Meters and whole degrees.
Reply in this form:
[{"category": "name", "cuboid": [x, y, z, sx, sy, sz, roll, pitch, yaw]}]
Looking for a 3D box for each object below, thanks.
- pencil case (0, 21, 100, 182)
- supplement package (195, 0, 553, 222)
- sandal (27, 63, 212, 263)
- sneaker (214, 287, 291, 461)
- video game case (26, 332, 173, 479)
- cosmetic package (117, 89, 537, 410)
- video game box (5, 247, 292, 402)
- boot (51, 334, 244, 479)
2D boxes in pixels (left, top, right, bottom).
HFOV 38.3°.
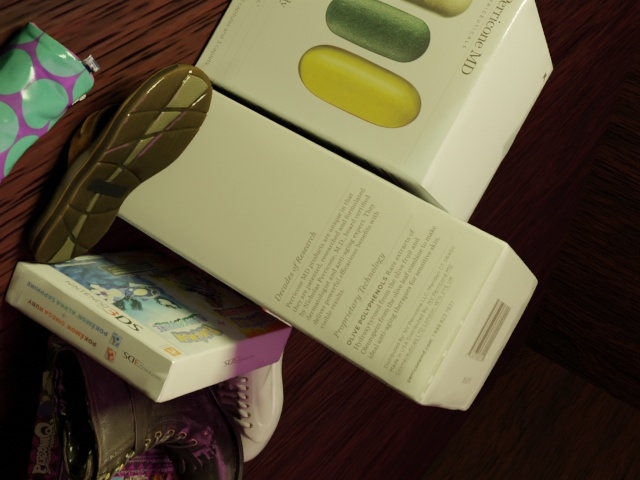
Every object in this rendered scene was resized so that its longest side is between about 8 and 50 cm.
[{"category": "pencil case", "cuboid": [-0.230, -0.084, 0.674, 0.152, 0.064, 0.070, -54, 132, -13]}, {"category": "supplement package", "cuboid": [0.061, -0.172, 0.921, 0.199, 0.262, 0.198, -61, 158, 0]}, {"category": "sandal", "cuboid": [-0.184, -0.073, 0.806, 0.219, 0.060, 0.090, -49, 154, 12]}, {"category": "sneaker", "cuboid": [-0.113, 0.166, 1.200, 0.123, 0.105, 0.290, -14, 119, -55]}, {"category": "video game case", "cuboid": [-0.223, 0.213, 0.981, 0.232, 0.041, 0.210, 30, 65, -68]}, {"category": "cosmetic package", "cuboid": [0.000, 0.000, 0.869, 0.155, 0.365, 0.197, -61, 155, 0]}, {"category": "video game box", "cuboid": [-0.154, 0.070, 0.865, 0.205, 0.187, 0.048, -8, 125, -63]}, {"category": "boot", "cuboid": [-0.179, 0.193, 0.922, 0.229, 0.091, 0.263, -32, 111, -66]}]
